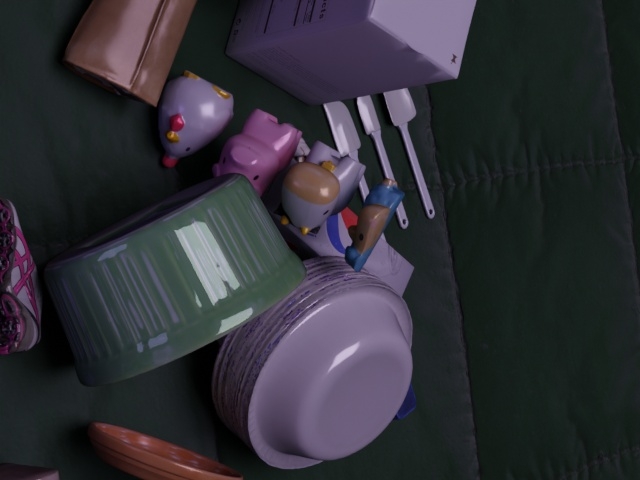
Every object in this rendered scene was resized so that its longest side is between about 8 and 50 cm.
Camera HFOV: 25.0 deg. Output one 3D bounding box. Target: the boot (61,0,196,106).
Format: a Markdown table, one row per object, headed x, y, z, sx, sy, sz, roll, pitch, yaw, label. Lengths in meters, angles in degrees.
| x | y | z | sx | sy | sz | roll | pitch | yaw | label |
| --- | --- | --- | --- | --- | --- | --- | --- | --- | --- |
| -0.173 | -0.294 | 1.851 | 0.236 | 0.089 | 0.269 | 25 | 80 | -15 | boot |

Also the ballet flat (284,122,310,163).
| x | y | z | sx | sy | sz | roll | pitch | yaw | label |
| --- | --- | --- | --- | --- | --- | --- | --- | --- | --- |
| -0.028 | -0.112 | 2.045 | 0.041 | 0.041 | 0.114 | -16 | 97 | -42 | ballet flat |

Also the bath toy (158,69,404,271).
| x | y | z | sx | sy | sz | roll | pitch | yaw | label |
| --- | --- | --- | --- | --- | --- | --- | --- | --- | --- |
| -0.069 | -0.093 | 1.854 | 0.129 | 0.348 | 0.151 | -61 | 166 | 5 | bath toy |

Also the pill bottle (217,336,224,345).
| x | y | z | sx | sy | sz | roll | pitch | yaw | label |
| --- | --- | --- | --- | --- | --- | --- | --- | --- | --- |
| -0.066 | 0.102 | 1.962 | 0.152 | 0.086 | 0.086 | -7 | 92 | -42 | pill bottle |

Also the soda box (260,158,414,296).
| x | y | z | sx | sy | sz | roll | pitch | yaw | label |
| --- | --- | --- | --- | --- | --- | --- | --- | --- | --- |
| 0.000 | 0.000 | 2.023 | 0.286 | 0.098 | 0.091 | 41 | 61 | -32 | soda box |

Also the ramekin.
| x | y | z | sx | sy | sz | roll | pitch | yaw | label |
| --- | --- | --- | --- | --- | --- | --- | --- | --- | --- |
| -0.182 | 0.038 | 1.729 | 0.303 | 0.303 | 0.148 | -32 | 101 | -39 | ramekin |

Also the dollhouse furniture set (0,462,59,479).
| x | y | z | sx | sy | sz | roll | pitch | yaw | label |
| --- | --- | --- | --- | --- | --- | --- | --- | --- | --- |
| -0.273 | 0.434 | 1.635 | 0.394 | 0.256 | 0.362 | -13 | 95 | -42 | dollhouse furniture set |

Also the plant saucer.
| x | y | z | sx | sy | sz | roll | pitch | yaw | label |
| --- | --- | --- | --- | --- | --- | --- | --- | --- | --- |
| -0.193 | 0.272 | 1.763 | 0.200 | 0.200 | 0.037 | 23 | 85 | -39 | plant saucer |

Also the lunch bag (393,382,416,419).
| x | y | z | sx | sy | sz | roll | pitch | yaw | label |
| --- | --- | --- | --- | --- | --- | --- | --- | --- | --- |
| 0.092 | 0.221 | 2.112 | 0.067 | 0.065 | 0.098 | -24 | 102 | -56 | lunch bag |

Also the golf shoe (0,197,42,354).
| x | y | z | sx | sy | sz | roll | pitch | yaw | label |
| --- | --- | --- | --- | --- | --- | --- | --- | --- | --- |
| -0.371 | 0.041 | 1.716 | 0.086 | 0.067 | 0.186 | -4 | 89 | -69 | golf shoe |

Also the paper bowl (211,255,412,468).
| x | y | z | sx | sy | sz | roll | pitch | yaw | label |
| --- | --- | --- | --- | --- | --- | --- | --- | --- | --- |
| 0.008 | 0.174 | 1.905 | 0.284 | 0.148 | 0.284 | -25 | 133 | -30 | paper bowl |

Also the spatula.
| x | y | z | sx | sy | sz | roll | pitch | yaw | label |
| --- | --- | --- | --- | --- | --- | --- | --- | --- | --- |
| 0.101 | -0.122 | 2.176 | 0.168 | 0.019 | 0.242 | -31 | 107 | -40 | spatula |

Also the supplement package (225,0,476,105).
| x | y | z | sx | sy | sz | roll | pitch | yaw | label |
| --- | --- | --- | --- | --- | --- | --- | --- | --- | --- |
| 0.044 | -0.312 | 1.955 | 0.177 | 0.293 | 0.175 | 29 | 69 | -38 | supplement package |
